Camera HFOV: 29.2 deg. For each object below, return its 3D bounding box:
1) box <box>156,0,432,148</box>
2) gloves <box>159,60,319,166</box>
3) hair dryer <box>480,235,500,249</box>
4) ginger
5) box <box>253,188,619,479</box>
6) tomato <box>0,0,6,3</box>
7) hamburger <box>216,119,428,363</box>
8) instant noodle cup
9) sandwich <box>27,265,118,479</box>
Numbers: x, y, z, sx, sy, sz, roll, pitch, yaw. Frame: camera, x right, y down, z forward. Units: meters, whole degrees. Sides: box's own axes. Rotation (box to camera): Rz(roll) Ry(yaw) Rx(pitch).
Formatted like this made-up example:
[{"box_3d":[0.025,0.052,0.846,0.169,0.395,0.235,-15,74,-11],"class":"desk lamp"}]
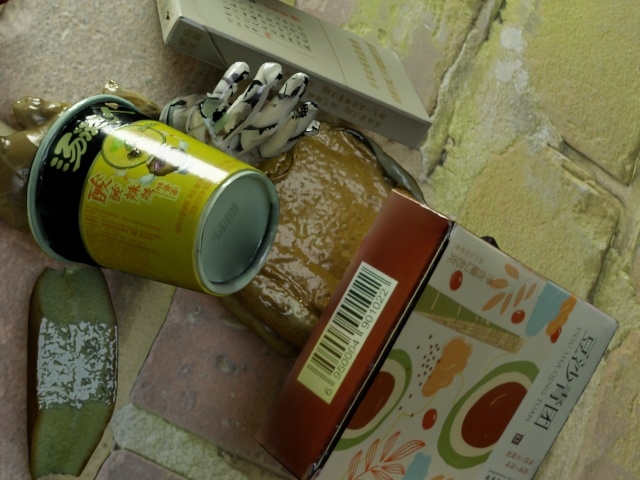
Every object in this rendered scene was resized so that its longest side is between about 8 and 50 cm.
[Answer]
[{"box_3d":[-0.039,-0.247,1.590,0.365,0.051,0.204,20,29,-26],"class":"box"},{"box_3d":[-0.091,-0.141,1.475,0.127,0.212,0.111,49,61,-36],"class":"gloves"},{"box_3d":[0.187,0.131,1.718,0.251,0.089,0.197,-29,97,-23],"class":"hair dryer"},{"box_3d":[-0.329,-0.105,1.466,0.334,0.081,0.148,-33,84,-30],"class":"ginger"},{"box_3d":[0.156,0.171,1.537,0.385,0.122,0.344,28,92,-43],"class":"box"},{"box_3d":[-0.400,-0.347,1.452,0.189,0.099,0.173,27,83,18],"class":"tomato"},{"box_3d":[0.000,0.000,1.583,0.319,0.158,0.318,4,81,-28],"class":"hamburger"},{"box_3d":[-0.183,-0.038,1.405,0.215,0.236,0.215,-35,135,-44],"class":"instant noodle cup"},{"box_3d":[-0.293,0.149,1.438,0.094,0.096,0.258,4,78,-23],"class":"sandwich"}]
